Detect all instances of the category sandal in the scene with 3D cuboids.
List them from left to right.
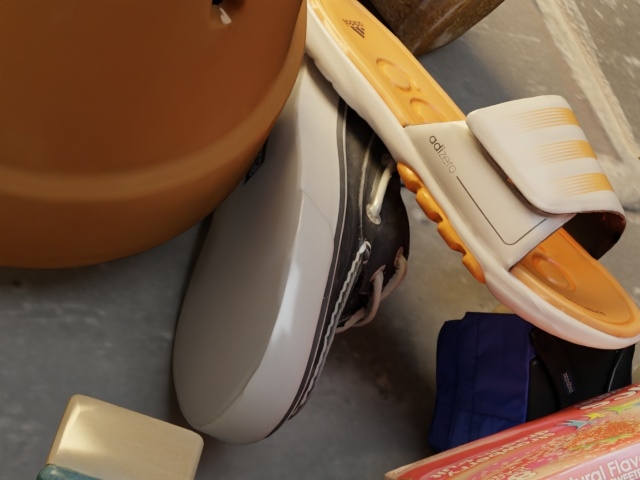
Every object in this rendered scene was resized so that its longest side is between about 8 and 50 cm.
[{"bbox_3d":[0.083,-0.058,0.809,0.265,0.076,0.102,51,28,17],"label":"sandal"}]

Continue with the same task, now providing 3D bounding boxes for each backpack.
[{"bbox_3d":[0.112,0.100,0.846,0.098,0.101,0.120,4,87,-37],"label":"backpack"}]

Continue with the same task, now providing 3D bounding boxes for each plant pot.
[{"bbox_3d":[-0.115,-0.160,0.694,0.291,0.203,0.290,14,56,-21],"label":"plant pot"}]

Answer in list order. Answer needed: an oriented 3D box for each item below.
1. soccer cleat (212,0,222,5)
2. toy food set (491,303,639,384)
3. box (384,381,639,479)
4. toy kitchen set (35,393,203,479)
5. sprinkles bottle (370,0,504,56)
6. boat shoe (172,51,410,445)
[{"bbox_3d":[-0.006,-0.222,0.928,0.109,0.116,0.318,32,78,11],"label":"soccer cleat"},{"bbox_3d":[0.187,0.080,0.922,0.232,0.111,0.104,47,32,20],"label":"toy food set"},{"bbox_3d":[0.204,0.132,0.734,0.300,0.154,0.142,-16,90,-19],"label":"box"},{"bbox_3d":[-0.169,0.130,0.541,0.207,0.122,0.166,19,42,-5],"label":"toy kitchen set"},{"bbox_3d":[0.002,-0.297,1.063,0.355,0.121,0.121,53,36,5],"label":"sprinkles bottle"},{"bbox_3d":[0.000,0.000,0.820,0.102,0.108,0.301,33,32,-19],"label":"boat shoe"}]
